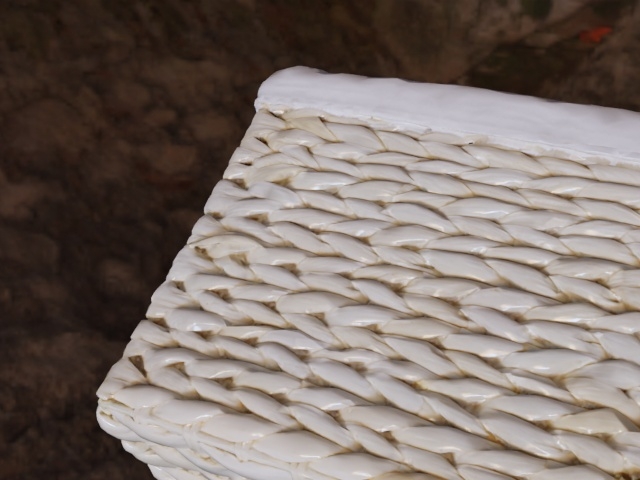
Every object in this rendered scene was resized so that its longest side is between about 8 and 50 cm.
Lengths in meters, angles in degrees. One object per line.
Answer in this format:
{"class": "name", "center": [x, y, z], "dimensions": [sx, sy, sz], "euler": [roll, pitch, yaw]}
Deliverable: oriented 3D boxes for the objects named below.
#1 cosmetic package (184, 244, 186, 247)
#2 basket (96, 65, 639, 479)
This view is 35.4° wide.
{"class": "cosmetic package", "center": [0.000, 0.000, 0.906], "dimensions": [0.239, 0.099, 0.060], "euler": [-26, -140, 18]}
{"class": "basket", "center": [0.099, 0.104, 0.642], "dimensions": [0.331, 0.328, 0.266], "euler": [12, -121, 27]}
